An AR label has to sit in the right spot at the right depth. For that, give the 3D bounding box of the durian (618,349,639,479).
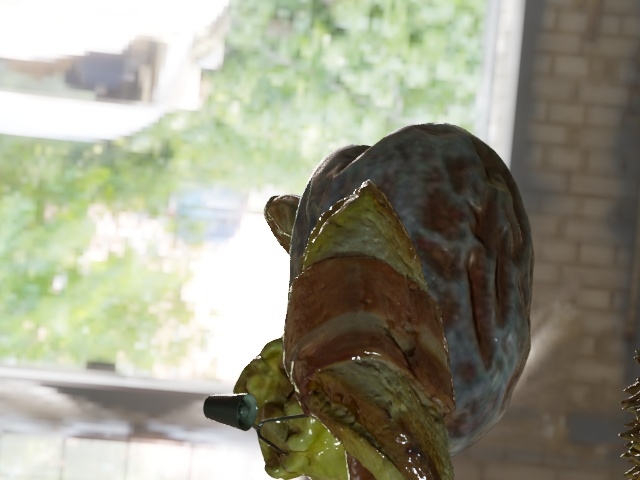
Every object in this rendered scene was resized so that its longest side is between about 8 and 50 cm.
[{"bbox_3d":[0.321,0.115,1.339,0.185,0.196,0.305,27,139,-19],"label":"durian"}]

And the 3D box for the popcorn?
[{"bbox_3d":[0.004,0.181,1.799,0.197,0.198,0.155,5,-162,37],"label":"popcorn"}]

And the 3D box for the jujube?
[{"bbox_3d":[0.088,0.049,1.583,0.215,0.308,0.246,-9,163,21],"label":"jujube"}]

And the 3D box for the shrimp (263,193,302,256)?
[{"bbox_3d":[0.002,-0.001,1.904,0.115,0.051,0.217,49,163,-20],"label":"shrimp"}]

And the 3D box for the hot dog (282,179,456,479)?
[{"bbox_3d":[0.027,0.079,1.122,0.093,0.262,0.123,-33,128,28],"label":"hot dog"}]

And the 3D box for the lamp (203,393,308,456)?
[{"bbox_3d":[-0.063,0.156,1.499,0.054,0.041,0.121,5,165,31],"label":"lamp"}]
